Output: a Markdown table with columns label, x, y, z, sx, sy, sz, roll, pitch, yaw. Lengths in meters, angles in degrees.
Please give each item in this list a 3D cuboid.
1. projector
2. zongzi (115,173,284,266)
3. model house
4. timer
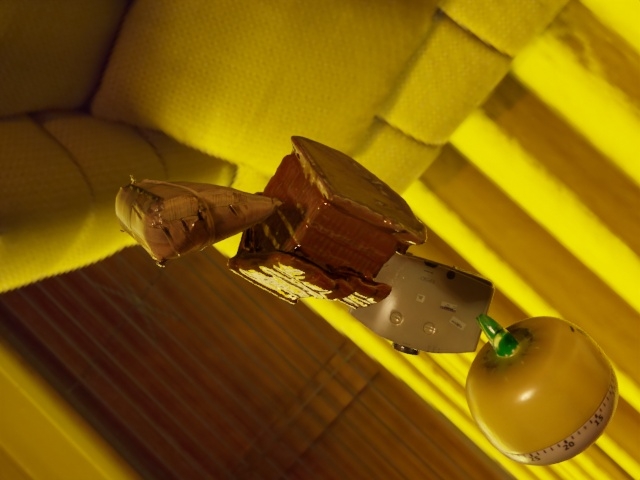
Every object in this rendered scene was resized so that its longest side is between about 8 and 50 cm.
| label | x | y | z | sx | sy | sz | roll | pitch | yaw |
| --- | --- | --- | --- | --- | --- | --- | --- | --- | --- |
| projector | 0.199 | 0.131 | 1.924 | 0.088 | 0.269 | 0.194 | -13 | 120 | -78 |
| zongzi | -0.174 | -0.045 | 1.328 | 0.197 | 0.194 | 0.099 | -17 | 114 | -27 |
| model house | 0.001 | -0.001 | 1.429 | 0.229 | 0.199 | 0.220 | -53 | -151 | 22 |
| timer | 0.361 | 0.231 | 1.685 | 0.285 | 0.285 | 0.285 | -46 | 172 | -9 |
